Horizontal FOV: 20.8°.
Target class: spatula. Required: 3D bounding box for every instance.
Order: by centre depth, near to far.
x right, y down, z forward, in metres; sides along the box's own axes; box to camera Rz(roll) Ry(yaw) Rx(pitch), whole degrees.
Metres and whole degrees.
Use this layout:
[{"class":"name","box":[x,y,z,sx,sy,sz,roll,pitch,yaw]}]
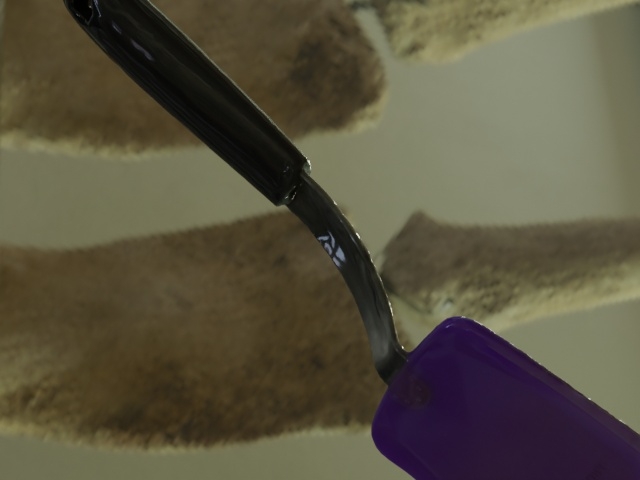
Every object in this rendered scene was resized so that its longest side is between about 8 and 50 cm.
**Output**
[{"class":"spatula","box":[0.000,0.000,0.625,0.030,0.084,0.296,-26,-114,-41]}]
